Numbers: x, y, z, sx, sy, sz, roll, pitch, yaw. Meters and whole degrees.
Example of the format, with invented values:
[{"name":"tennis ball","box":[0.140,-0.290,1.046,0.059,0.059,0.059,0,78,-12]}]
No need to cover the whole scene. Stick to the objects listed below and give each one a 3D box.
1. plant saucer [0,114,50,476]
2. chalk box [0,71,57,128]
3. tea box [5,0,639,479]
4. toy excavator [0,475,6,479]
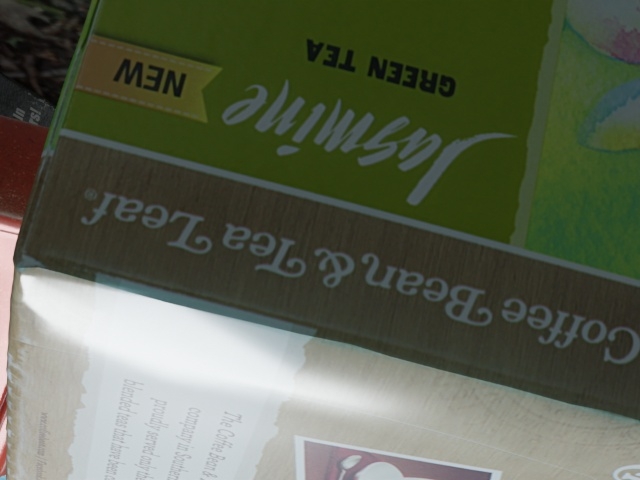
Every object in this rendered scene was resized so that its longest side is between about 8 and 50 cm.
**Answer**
[{"name":"plant saucer","box":[-0.244,0.032,0.904,0.259,0.047,0.258,14,130,-18]},{"name":"chalk box","box":[-0.222,-0.020,1.009,0.213,0.132,0.132,31,148,-32]},{"name":"tea box","box":[0.023,-0.037,0.659,0.220,0.323,0.329,14,153,-4]},{"name":"toy excavator","box":[-0.343,0.176,1.091,0.222,0.445,0.433,-12,144,38]}]
